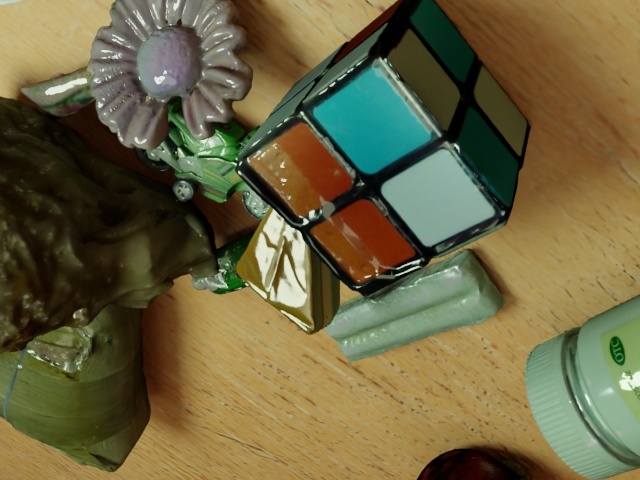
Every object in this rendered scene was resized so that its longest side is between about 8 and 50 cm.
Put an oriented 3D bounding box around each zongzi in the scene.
[{"bbox_3d":[-0.430,0.123,1.022,0.393,0.174,0.356,23,127,13],"label":"zongzi"}]

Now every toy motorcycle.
[{"bbox_3d":[-0.115,-0.094,0.780,0.190,0.074,0.106,26,122,3],"label":"toy motorcycle"}]

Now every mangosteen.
[{"bbox_3d":[0.217,0.361,0.943,0.200,0.199,0.199,12,130,14],"label":"mangosteen"}]

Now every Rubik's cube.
[{"bbox_3d":[0.062,-0.086,0.644,0.183,0.167,0.180,45,128,-15],"label":"Rubik's cube"}]

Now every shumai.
[{"bbox_3d":[-0.262,-0.036,0.774,0.283,0.346,0.217,-6,129,-8],"label":"shumai"}]

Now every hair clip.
[{"bbox_3d":[-0.205,-0.170,0.726,0.301,0.069,0.172,-6,87,34],"label":"hair clip"}]

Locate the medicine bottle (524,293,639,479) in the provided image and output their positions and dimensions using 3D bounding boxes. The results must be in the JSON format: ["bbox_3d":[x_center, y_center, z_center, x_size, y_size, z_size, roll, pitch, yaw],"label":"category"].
[{"bbox_3d":[0.369,0.108,0.675,0.158,0.158,0.318,41,130,-11],"label":"medicine bottle"}]

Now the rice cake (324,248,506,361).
[{"bbox_3d":[0.102,0.084,0.845,0.226,0.040,0.085,-26,113,36],"label":"rice cake"}]

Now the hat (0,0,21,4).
[{"bbox_3d":[-0.388,-0.291,0.687,0.203,0.203,0.126,0,104,23],"label":"hat"}]

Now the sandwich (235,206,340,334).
[{"bbox_3d":[0.000,0.000,0.754,0.113,0.079,0.163,39,115,15],"label":"sandwich"}]

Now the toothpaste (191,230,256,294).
[{"bbox_3d":[-0.067,0.015,0.861,0.248,0.047,0.078,-22,101,33],"label":"toothpaste"}]
